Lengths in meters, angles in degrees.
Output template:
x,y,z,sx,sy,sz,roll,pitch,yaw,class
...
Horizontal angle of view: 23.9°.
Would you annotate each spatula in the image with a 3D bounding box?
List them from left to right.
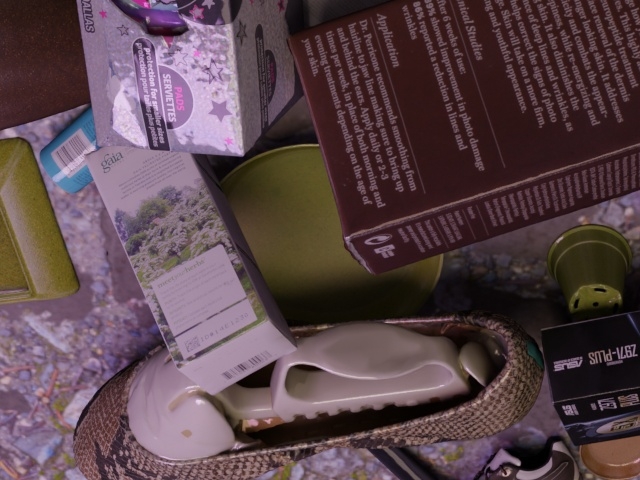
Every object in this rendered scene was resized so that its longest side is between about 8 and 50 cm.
x,y,z,sx,sy,sz,roll,pitch,yaw,class
0.038,0.204,1.622,0.296,0.030,0.084,38,118,-19,spatula

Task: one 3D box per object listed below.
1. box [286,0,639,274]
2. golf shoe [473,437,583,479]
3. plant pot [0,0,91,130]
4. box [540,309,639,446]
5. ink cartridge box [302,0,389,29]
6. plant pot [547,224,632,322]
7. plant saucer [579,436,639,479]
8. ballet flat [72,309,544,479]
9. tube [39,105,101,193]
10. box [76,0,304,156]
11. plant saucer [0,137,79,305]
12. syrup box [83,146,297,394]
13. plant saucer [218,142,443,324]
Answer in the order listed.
x,y,z,sx,sy,sz,roll,pitch,yaw,class
0.184,-0.127,1.245,0.381,0.191,0.143,-18,163,8,box
0.183,0.270,1.626,0.198,0.077,0.094,-18,102,-7,golf shoe
-0.293,-0.178,1.303,0.230,0.215,0.215,-1,125,-12,plant pot
0.302,0.134,1.474,0.147,0.077,0.180,-11,157,11,box
0.058,-0.220,1.337,0.145,0.045,0.179,39,106,-19,ink cartridge box
0.263,0.041,1.465,0.083,0.079,0.083,3,124,4,plant pot
0.319,0.221,1.621,0.083,0.015,0.083,2,123,3,plant saucer
-0.030,0.136,1.448,0.483,0.164,0.182,-9,159,9,ballet flat
-0.171,-0.122,1.411,0.207,0.052,0.080,-35,121,19,tube
-0.104,-0.212,1.238,0.142,0.163,0.247,4,117,19,box
-0.357,0.000,1.507,0.188,0.045,0.188,-8,123,9,plant saucer
-0.118,0.009,1.368,0.093,0.237,0.096,-29,155,4,syrup box
0.000,0.000,1.484,0.241,0.037,0.241,2,125,3,plant saucer
